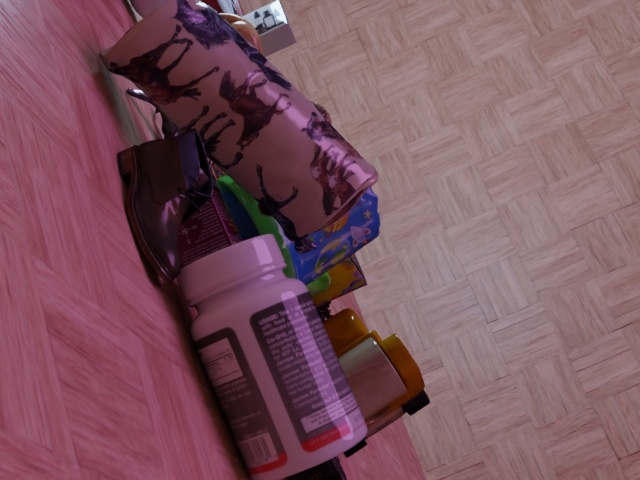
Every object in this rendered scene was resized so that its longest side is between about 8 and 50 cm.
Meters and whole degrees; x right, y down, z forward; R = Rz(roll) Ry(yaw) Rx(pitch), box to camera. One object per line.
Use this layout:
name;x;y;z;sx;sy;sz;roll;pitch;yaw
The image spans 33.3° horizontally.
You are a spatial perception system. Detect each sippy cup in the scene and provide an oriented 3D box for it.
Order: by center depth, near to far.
sippy cup;-0.030;-0.037;1.784;0.240;0.224;0.305;63;-18;5

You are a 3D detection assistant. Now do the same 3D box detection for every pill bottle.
pill bottle;-0.066;0.145;1.348;0.161;0.161;0.283;13;54;-84

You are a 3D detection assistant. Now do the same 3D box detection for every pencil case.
pencil case;-0.118;-0.171;1.525;0.410;0.183;0.160;44;30;-10

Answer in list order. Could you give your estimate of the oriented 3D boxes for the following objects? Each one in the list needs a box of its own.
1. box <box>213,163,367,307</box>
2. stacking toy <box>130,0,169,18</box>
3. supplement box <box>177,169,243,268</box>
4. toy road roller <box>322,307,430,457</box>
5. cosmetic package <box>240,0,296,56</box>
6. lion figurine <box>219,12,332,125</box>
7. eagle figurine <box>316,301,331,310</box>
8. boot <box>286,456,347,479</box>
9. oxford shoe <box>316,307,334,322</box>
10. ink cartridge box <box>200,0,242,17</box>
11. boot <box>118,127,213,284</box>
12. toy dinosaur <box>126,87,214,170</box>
box;-0.059;-0.041;2.149;0.290;0.177;0.279;54;13;-64
stacking toy;-0.322;-0.628;1.926;0.350;0.350;0.480;-6;91;-85
supplement box;-0.161;-0.005;1.496;0.104;0.081;0.188;25;41;-83
toy road roller;0.049;0.237;1.977;0.240;0.202;0.329;55;-4;21
cosmetic package;-0.178;-0.422;2.293;0.099;0.239;0.060;-109;172;-45
lion figurine;-0.147;-0.324;2.170;0.142;0.240;0.392;-104;168;-62
eagle figurine;-0.007;-0.002;2.494;0.298;0.226;0.225;57;-11;-31
boot;-0.031;0.286;1.608;0.229;0.091;0.263;-115;-177;-68
oxford shoe;-0.018;0.159;2.145;0.227;0.096;0.083;53;16;-61
ink cartridge box;-0.273;-0.543;2.477;0.309;0.130;0.272;56;13;-61
boot;-0.182;-0.051;1.340;0.082;0.106;0.219;58;9;-56
toy dinosaur;-0.222;-0.161;1.706;0.268;0.064;0.118;59;15;-31
